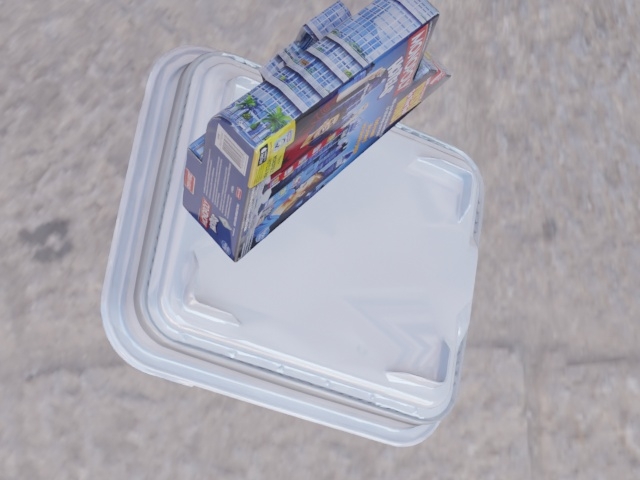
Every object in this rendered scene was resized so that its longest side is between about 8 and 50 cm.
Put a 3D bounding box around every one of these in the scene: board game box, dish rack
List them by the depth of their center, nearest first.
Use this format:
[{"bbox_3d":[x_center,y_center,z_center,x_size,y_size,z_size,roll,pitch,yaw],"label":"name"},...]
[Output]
[{"bbox_3d":[0.006,-0.094,0.995,0.194,0.194,0.060,-39,79,-19],"label":"board game box"},{"bbox_3d":[0.000,0.000,1.280,0.333,0.285,0.072,21,157,-28],"label":"dish rack"}]
